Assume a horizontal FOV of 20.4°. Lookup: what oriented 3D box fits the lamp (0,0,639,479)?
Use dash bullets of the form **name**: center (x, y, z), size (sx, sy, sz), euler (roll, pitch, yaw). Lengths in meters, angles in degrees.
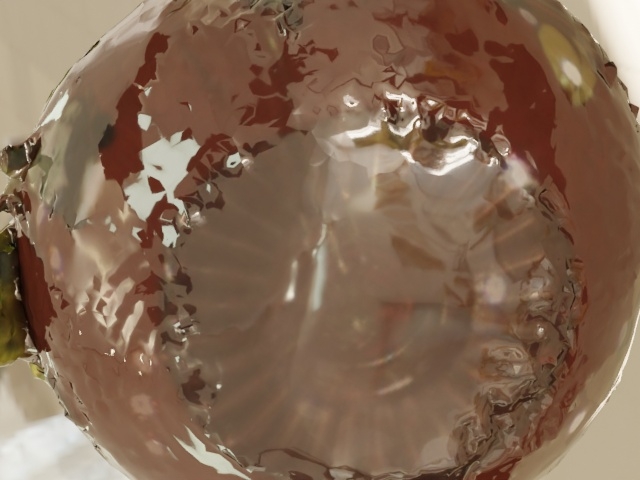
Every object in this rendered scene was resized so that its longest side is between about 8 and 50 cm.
- **lamp**: center (0.003, -0.004, 0.448), size (0.157, 0.156, 0.135), euler (38, -170, -16)
